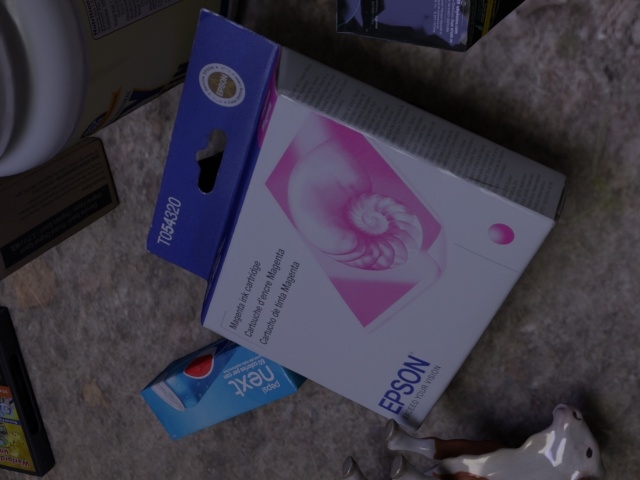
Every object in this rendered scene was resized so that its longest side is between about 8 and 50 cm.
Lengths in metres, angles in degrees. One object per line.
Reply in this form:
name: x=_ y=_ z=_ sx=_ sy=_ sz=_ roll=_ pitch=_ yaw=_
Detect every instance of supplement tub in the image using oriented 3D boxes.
supplement tub: x=-0.241 y=-0.194 z=0.889 sx=0.235 sy=0.325 sz=0.236 roll=15 pitch=123 yaw=24

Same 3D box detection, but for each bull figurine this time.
bull figurine: x=0.130 y=0.247 z=1.036 sx=0.188 sy=0.101 sz=0.310 roll=22 pitch=135 yaw=-11

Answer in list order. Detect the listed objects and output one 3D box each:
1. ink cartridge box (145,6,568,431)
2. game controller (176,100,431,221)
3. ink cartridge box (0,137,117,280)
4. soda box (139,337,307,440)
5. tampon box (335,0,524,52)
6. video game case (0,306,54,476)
ink cartridge box: x=0.000 y=0.000 z=0.950 sx=0.330 sy=0.071 sz=0.324 roll=24 pitch=137 yaw=2
game controller: x=-0.002 y=-0.026 z=1.008 sx=0.319 sy=0.067 sz=0.167 roll=-13 pitch=109 yaw=36
ink cartridge box: x=-0.370 y=-0.037 z=1.142 sx=0.234 sy=0.193 sz=0.088 roll=3 pitch=117 yaw=31
soda box: x=-0.099 y=0.147 z=1.164 sx=0.210 sy=0.067 sz=0.071 roll=-28 pitch=100 yaw=38
tampon box: x=0.091 y=-0.223 z=0.778 sx=0.101 sy=0.161 sz=0.121 roll=14 pitch=124 yaw=24
video game case: x=-0.502 y=0.190 z=1.454 sx=0.274 sy=0.035 sz=0.248 roll=5 pitch=118 yaw=28
